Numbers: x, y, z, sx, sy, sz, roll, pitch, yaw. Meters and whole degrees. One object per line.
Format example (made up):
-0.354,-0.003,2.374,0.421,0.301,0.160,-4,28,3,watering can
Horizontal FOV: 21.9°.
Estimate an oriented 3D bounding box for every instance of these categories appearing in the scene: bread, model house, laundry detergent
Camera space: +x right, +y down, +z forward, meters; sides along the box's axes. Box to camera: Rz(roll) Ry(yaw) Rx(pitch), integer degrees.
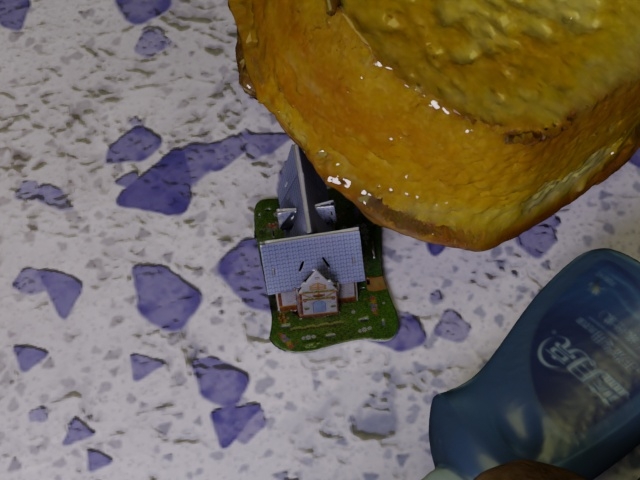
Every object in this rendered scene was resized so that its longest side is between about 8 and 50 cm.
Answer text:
0.123,-0.194,1.414,0.398,0.215,0.398,8,62,-15,bread
0.000,0.000,1.410,0.117,0.088,0.167,-7,56,0,model house
0.174,0.137,1.304,0.143,0.094,0.290,40,67,22,laundry detergent

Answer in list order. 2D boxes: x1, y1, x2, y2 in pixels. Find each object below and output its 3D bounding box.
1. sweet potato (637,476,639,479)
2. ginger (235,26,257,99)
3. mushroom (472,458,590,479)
0.378,0.152,1.284,0.286,0.112,0.085,-28,55,-6,sweet potato
-0.030,-0.207,1.559,0.103,0.073,0.162,-5,55,0,ginger
0.206,0.272,1.146,0.278,0.146,0.278,26,34,-19,mushroom
